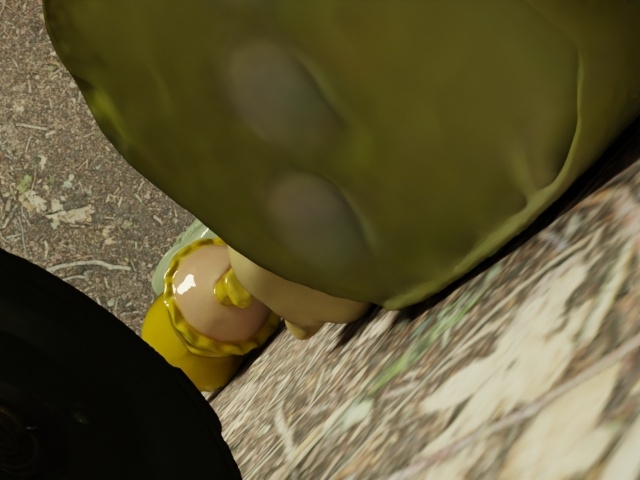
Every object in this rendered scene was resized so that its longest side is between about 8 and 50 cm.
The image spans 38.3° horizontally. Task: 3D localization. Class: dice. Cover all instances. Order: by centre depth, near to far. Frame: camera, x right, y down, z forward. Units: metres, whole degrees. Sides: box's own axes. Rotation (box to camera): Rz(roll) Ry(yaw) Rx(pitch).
[{"bbox_3d":[0.032,-0.129,0.440,0.227,0.238,0.233,-52,5,-36],"label":"dice"}]

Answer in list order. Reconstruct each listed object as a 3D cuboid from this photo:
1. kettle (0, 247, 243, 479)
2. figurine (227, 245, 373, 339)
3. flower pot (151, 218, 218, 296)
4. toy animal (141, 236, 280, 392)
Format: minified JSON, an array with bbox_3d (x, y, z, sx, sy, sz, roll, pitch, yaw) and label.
[{"bbox_3d":[-0.193,0.161,0.382,0.308,0.203,0.262,-51,4,14],"label":"kettle"},{"bbox_3d":[0.000,0.000,0.617,0.114,0.108,0.196,-45,-3,-4],"label":"figurine"},{"bbox_3d":[-0.058,-0.033,1.288,0.367,0.164,0.254,-50,9,-31],"label":"flower pot"},{"bbox_3d":[-0.121,0.078,1.002,0.230,0.156,0.156,-40,8,48],"label":"toy animal"}]
